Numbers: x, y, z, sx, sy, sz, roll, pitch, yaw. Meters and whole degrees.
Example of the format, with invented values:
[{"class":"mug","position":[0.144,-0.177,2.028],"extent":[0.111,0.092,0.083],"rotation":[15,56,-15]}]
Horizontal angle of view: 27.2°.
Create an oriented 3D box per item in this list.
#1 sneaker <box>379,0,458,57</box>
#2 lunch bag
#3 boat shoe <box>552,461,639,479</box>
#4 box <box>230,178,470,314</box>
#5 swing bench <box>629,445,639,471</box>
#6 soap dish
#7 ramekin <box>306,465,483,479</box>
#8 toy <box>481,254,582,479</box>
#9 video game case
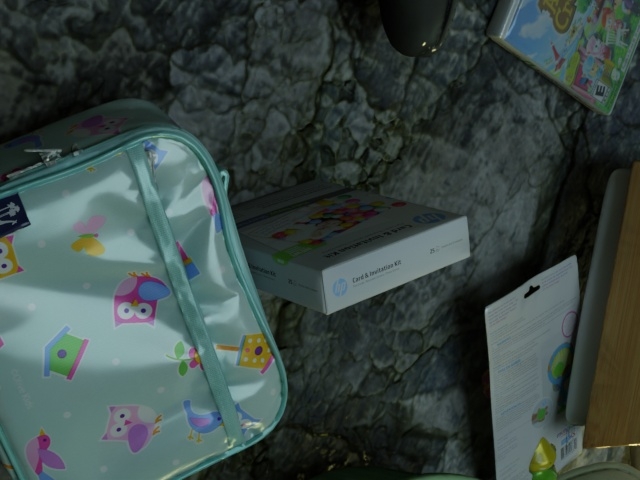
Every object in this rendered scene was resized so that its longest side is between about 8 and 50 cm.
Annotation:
[{"class":"sneaker","position":[0.024,-0.297,1.039],"extent":[0.146,0.122,0.331],"rotation":[-16,114,-17]},{"class":"lunch bag","position":[-0.150,0.046,0.936],"extent":[0.224,0.108,0.279],"rotation":[-23,117,-11]},{"class":"boat shoe","position":[0.215,0.369,1.360],"extent":[0.340,0.127,0.113],"rotation":[-45,150,-19]},{"class":"box","position":[0.000,0.000,1.035],"extent":[0.145,0.186,0.038],"rotation":[-20,114,-34]},{"class":"swing bench","position":[0.474,0.347,1.421],"extent":[0.165,0.253,0.255],"rotation":[55,34,-35]},{"class":"soap dish","position":[0.364,0.068,1.370],"extent":[0.229,0.118,0.291],"rotation":[0,101,-57]},{"class":"ramekin","position":[0.056,0.344,1.163],"extent":[0.303,0.148,0.303],"rotation":[-1,93,-29]},{"class":"toy","position":[0.203,0.140,1.329],"extent":[0.137,0.056,0.237],"rotation":[-27,118,-35]},{"class":"video game case","position":[0.264,-0.256,1.294],"extent":[0.193,0.023,0.212],"rotation":[25,85,-41]}]
